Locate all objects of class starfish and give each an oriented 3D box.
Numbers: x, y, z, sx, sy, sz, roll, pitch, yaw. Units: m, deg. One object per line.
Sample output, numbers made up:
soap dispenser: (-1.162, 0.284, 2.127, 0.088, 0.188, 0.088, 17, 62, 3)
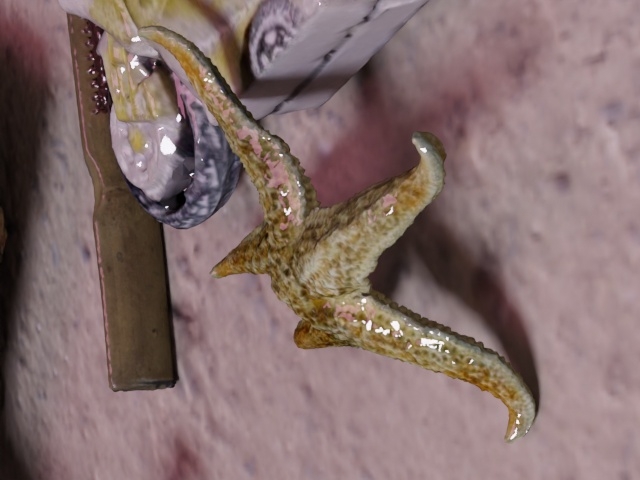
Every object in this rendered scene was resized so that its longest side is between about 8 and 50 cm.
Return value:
starfish: (-0.002, 0.001, 0.634, 0.217, 0.050, 0.223, 54, 153, 4)

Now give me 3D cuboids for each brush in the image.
brush: (-0.101, -0.047, 0.819, 0.036, 0.043, 0.248, -15, 79, 59)

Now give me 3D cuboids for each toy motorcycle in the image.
toy motorcycle: (-0.041, -0.159, 0.679, 0.340, 0.108, 0.223, -43, 65, 54)

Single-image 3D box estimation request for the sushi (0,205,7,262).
sushi: (-0.232, 0.012, 0.996, 0.264, 0.050, 0.290, 41, 125, 53)
